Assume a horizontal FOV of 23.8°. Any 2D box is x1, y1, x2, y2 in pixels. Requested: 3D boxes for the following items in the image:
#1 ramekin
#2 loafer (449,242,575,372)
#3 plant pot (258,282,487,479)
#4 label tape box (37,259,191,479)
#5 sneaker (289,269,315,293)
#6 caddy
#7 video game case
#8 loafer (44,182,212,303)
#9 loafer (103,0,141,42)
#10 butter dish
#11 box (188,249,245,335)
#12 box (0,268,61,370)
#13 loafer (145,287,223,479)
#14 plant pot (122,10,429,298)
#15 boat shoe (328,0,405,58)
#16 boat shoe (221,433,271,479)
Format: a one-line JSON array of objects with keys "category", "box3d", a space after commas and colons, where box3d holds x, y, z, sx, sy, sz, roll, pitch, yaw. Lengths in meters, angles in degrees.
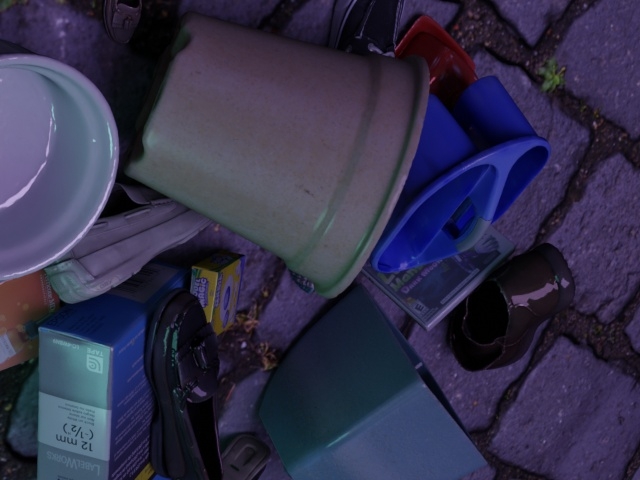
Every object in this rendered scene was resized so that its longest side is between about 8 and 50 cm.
[{"category": "ramekin", "box3d": [-0.388, -0.103, 1.772, 0.277, 0.135, 0.277, -17, 122, -30]}, {"category": "loafer", "box3d": [0.265, 0.111, 2.370, 0.130, 0.134, 0.366, -17, 159, -22]}, {"category": "plant pot", "box3d": [0.057, 0.271, 2.309, 0.252, 0.248, 0.247, -35, 132, 3]}, {"category": "label tape box", "box3d": [-0.276, 0.228, 2.026, 0.249, 0.115, 0.347, -49, 150, -61]}, {"category": "sneaker", "box3d": [0.000, 0.000, 2.235, 0.076, 0.065, 0.166, -15, 123, -36]}, {"category": "caddy", "box3d": [0.179, -0.074, 2.144, 0.241, 0.179, 0.341, -20, 160, -29]}, {"category": "video game case", "box3d": [0.169, 0.020, 2.303, 0.190, 0.173, 0.022, -42, 154, -12]}, {"category": "loafer", "box3d": [-0.236, -0.029, 1.968, 0.319, 0.112, 0.111, -37, 105, -50]}, {"category": "loafer", "box3d": [-0.242, -0.304, 1.897, 0.045, 0.039, 0.125, -9, 118, -35]}, {"category": "butter dish", "box3d": [0.172, -0.218, 2.212, 0.160, 0.118, 0.160, -53, 134, -2]}, {"category": "box", "box3d": [-0.150, 0.077, 2.091, 0.179, 0.043, 0.105, -32, 133, -74]}, {"category": "box", "box3d": [-0.425, 0.091, 1.931, 0.170, 0.091, 0.130, -21, 124, -28]}, {"category": "loafer", "box3d": [-0.163, 0.199, 1.987, 0.109, 0.095, 0.302, -38, 142, -45]}, {"category": "plant pot", "box3d": [-0.070, -0.135, 1.918, 0.305, 0.334, 0.334, 22, 100, -13]}, {"category": "boat shoe", "box3d": [0.061, -0.245, 2.121, 0.108, 0.102, 0.301, 16, 103, -42]}, {"category": "boat shoe", "box3d": [-0.156, 0.369, 2.256, 0.233, 0.084, 0.079, -29, 153, -57]}]
